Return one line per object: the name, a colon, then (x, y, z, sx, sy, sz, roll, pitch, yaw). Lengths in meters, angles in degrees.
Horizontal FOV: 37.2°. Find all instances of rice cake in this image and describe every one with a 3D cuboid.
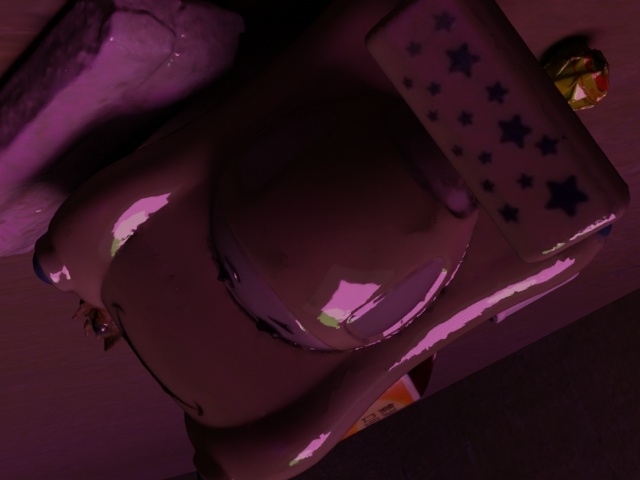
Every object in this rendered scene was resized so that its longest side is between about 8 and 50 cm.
rice cake: (-0.179, -0.069, 0.648, 0.106, 0.050, 0.298, -1, 155, -48)

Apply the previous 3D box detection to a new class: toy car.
toy car: (0.000, 0.000, 0.609, 0.336, 0.242, 0.226, -36, -176, 9)

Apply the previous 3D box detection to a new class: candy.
candy: (0.177, -0.127, 0.891, 0.194, 0.062, 0.058, -21, -151, 31)

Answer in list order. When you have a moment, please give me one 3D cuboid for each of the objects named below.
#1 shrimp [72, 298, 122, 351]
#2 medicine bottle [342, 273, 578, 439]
shrimp: (-0.132, 0.016, 0.924, 0.168, 0.077, 0.317, -4, 154, -48)
medicine bottle: (0.074, 0.053, 1.030, 0.395, 0.242, 0.242, -30, 162, 5)
